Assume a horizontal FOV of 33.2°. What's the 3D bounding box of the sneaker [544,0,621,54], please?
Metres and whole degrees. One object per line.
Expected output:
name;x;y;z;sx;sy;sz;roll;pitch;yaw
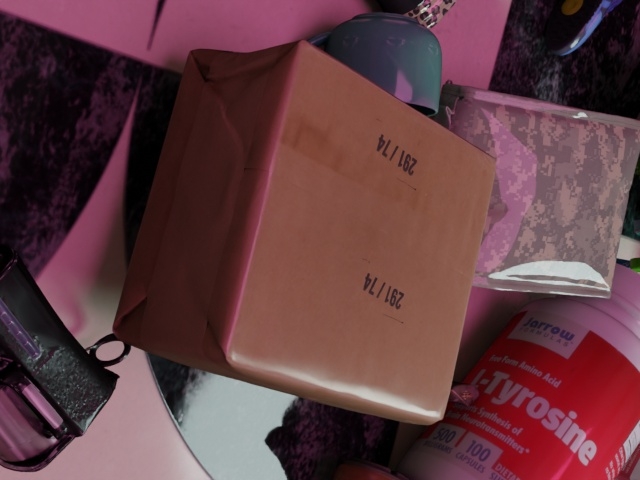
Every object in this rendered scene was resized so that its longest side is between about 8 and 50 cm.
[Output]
sneaker;0.377;-0.324;1.449;0.082;0.069;0.209;43;72;-43

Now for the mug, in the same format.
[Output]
mug;0.057;-0.192;1.157;0.158;0.129;0.097;7;88;-40

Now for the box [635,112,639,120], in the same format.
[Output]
box;0.604;-0.223;1.635;0.257;0.123;0.128;-55;129;-17

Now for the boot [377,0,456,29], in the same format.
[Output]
boot;0.112;-0.361;1.198;0.236;0.085;0.178;-53;131;-11

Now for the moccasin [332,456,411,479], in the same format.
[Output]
moccasin;0.089;0.424;1.341;0.147;0.139;0.380;-45;136;-35

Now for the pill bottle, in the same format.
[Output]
pill bottle;0.299;0.226;1.404;0.407;0.229;0.229;-48;127;-23

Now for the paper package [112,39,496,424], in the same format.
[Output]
paper package;0.000;0.000;1.060;0.325;0.168;0.309;22;78;-43

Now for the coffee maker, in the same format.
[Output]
coffee maker;-0.273;0.087;0.960;0.178;0.120;0.171;64;31;-32

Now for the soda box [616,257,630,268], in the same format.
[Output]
soda box;0.444;0.131;1.617;0.071;0.067;0.210;-35;121;-31

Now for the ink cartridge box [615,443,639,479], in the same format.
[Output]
ink cartridge box;0.596;0.400;1.700;0.100;0.237;0.172;-55;129;-18

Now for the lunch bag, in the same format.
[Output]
lunch bag;0.230;-0.059;1.310;0.287;0.169;0.235;7;96;-34

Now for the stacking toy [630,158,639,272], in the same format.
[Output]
stacking toy;0.510;-0.013;1.611;0.221;0.052;0.167;19;68;-48

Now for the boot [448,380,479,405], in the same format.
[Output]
boot;0.126;0.176;1.315;0.106;0.114;0.037;9;94;-42
